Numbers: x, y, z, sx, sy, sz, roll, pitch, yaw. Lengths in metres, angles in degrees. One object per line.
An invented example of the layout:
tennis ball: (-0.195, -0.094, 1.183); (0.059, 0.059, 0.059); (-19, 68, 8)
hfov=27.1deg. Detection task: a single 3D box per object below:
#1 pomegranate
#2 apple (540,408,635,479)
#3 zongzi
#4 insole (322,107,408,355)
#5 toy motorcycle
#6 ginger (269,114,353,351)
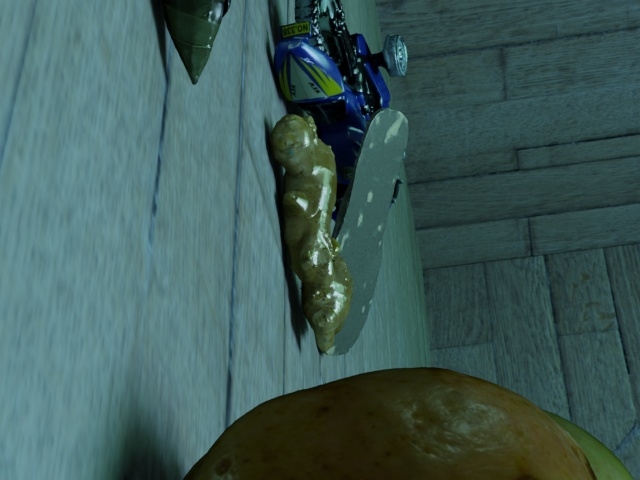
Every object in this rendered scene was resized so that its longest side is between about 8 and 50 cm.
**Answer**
pomegranate: (0.030, 0.153, 0.607); (0.215, 0.215, 0.215); (-7, 90, -83)
apple: (0.188, 0.318, 1.343); (0.277, 0.319, 0.319); (70, 14, -60)
zongzi: (-0.072, -0.165, 0.790); (0.109, 0.055, 0.119); (-86, 178, -67)
insole: (0.038, -0.007, 1.279); (0.081, 0.011, 0.248); (7, 99, -48)
toy motorcycle: (0.026, -0.121, 1.321); (0.315, 0.113, 0.169); (59, 32, -51)
ginger: (0.000, 0.000, 1.162); (0.193, 0.052, 0.176); (63, 19, -57)
